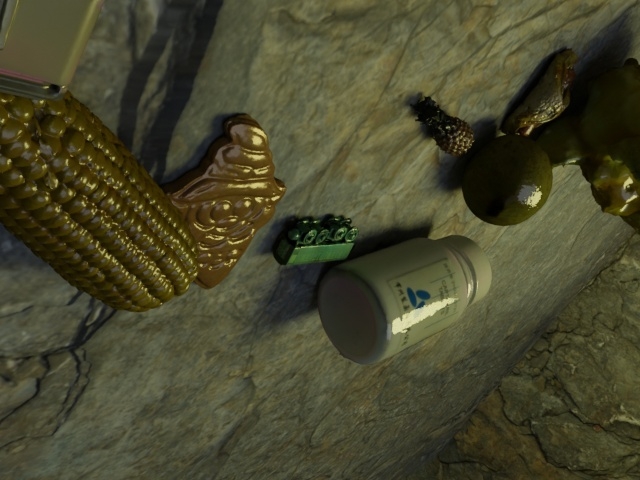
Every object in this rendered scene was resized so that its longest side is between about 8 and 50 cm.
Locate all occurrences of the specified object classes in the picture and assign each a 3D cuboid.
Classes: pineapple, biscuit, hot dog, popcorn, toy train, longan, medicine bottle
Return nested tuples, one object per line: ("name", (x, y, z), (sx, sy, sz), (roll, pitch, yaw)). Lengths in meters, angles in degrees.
("pineapple", (0.174, -0.166, 0.806), (0.058, 0.058, 0.124), (-48, 144, 9))
("biscuit", (-0.111, -0.031, 0.664), (0.162, 0.035, 0.250), (-13, 140, -34))
("hot dog", (0.378, -0.233, 0.946), (0.078, 0.061, 0.169), (5, 125, -54))
("popcorn", (0.583, -0.167, 1.019), (0.290, 0.321, 0.325), (-54, 166, 17))
("toy train", (0.000, 0.000, 0.820), (0.148, 0.038, 0.071), (-4, 134, -48))
("longan", (0.315, -0.108, 0.967), (0.154, 0.145, 0.176), (-27, -147, 48))
("medicine bottle", (0.150, 0.086, 0.974), (0.293, 0.170, 0.170), (-18, 141, -38))

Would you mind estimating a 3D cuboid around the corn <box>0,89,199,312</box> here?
("corn", (-0.200, -0.031, 0.481), (0.119, 0.119, 0.322), (-39, 144, -7))

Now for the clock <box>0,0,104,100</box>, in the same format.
("clock", (-0.224, -0.146, 0.271), (0.192, 0.147, 0.071), (2, 127, -51))
